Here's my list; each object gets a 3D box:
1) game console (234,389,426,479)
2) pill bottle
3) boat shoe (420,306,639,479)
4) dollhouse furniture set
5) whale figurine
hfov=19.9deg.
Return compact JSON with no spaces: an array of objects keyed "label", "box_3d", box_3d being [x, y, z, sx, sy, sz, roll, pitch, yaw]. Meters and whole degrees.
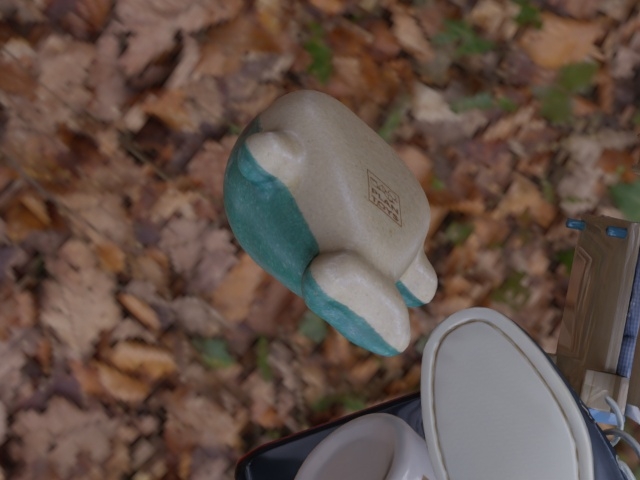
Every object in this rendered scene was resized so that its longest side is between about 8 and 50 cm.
[{"label":"game console","box_3d":[0.117,0.344,1.849,0.342,0.060,0.386,-18,97,-21]},{"label":"pill bottle","box_3d":[0.090,0.255,1.485,0.131,0.131,0.229,-48,118,-4]},{"label":"boat shoe","box_3d":[0.140,0.149,0.999,0.095,0.254,0.079,-34,175,27]},{"label":"dollhouse furniture set","box_3d":[0.351,0.039,1.697,0.198,0.303,0.286,10,90,-14]},{"label":"whale figurine","box_3d":[0.000,0.000,1.464,0.141,0.272,0.216,-39,121,20]}]
